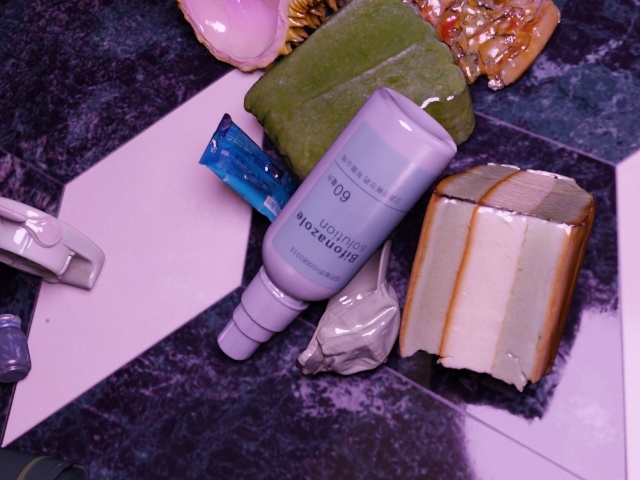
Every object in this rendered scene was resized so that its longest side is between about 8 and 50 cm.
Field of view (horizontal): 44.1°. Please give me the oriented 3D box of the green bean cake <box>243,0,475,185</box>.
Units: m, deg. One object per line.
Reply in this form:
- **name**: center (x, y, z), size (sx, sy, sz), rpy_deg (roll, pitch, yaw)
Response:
- **green bean cake**: center (0.043, -0.171, 0.977), size (0.248, 0.125, 0.222), rpy_deg (-30, 60, 1)

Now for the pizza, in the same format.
- **pizza**: center (0.199, -0.293, 1.008), size (0.147, 0.069, 0.226), rpy_deg (-37, 62, 3)

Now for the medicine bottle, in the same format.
- **medicine bottle**: center (0.000, 0.000, 0.873), size (0.352, 0.110, 0.110), rpy_deg (-51, 60, 21)

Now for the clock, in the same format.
- **clock**: center (-0.378, -0.003, 0.998), size (0.151, 0.191, 0.062), rpy_deg (12, 72, 23)

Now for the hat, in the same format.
- **hat**: center (0.045, 0.080, 0.905), size (0.122, 0.081, 0.166), rpy_deg (-29, 35, 48)

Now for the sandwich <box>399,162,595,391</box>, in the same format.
- **sandwich**: center (0.194, 0.036, 0.851), size (0.155, 0.227, 0.199), rpy_deg (16, 109, 21)

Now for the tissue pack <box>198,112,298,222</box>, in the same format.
- **tissue pack**: center (-0.081, -0.084, 0.965), size (0.028, 0.138, 0.085), rpy_deg (-23, 37, 44)

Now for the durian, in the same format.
- **durian**: center (-0.048, -0.345, 1.064), size (0.305, 0.186, 0.196), rpy_deg (2, 38, 37)

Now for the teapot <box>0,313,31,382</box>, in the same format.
- **teapot**: center (-0.407, 0.145, 1.033), size (0.049, 0.064, 0.083), rpy_deg (-9, 58, -21)

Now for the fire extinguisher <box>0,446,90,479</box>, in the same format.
- **fire extinguisher**: center (-0.424, 0.288, 0.946), size (0.294, 0.118, 0.093), rpy_deg (5, 34, 20)
